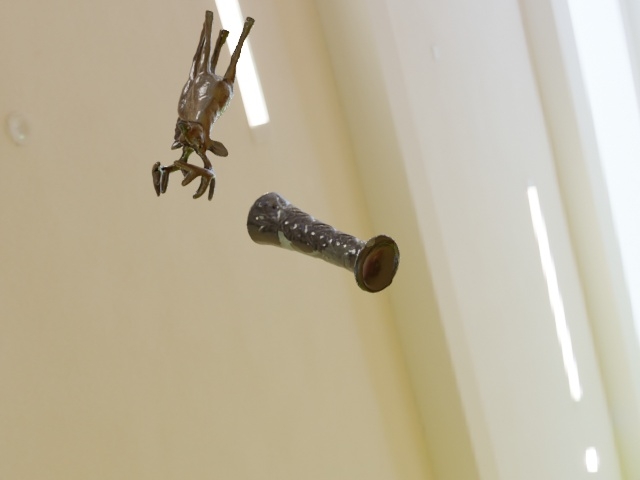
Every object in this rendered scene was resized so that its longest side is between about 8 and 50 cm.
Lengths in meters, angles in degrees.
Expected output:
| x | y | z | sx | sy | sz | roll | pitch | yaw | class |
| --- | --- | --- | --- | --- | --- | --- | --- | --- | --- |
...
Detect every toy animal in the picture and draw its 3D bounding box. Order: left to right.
| x | y | z | sx | sy | sz | roll | pitch | yaw | class |
| --- | --- | --- | --- | --- | --- | --- | --- | --- | --- |
| -0.153 | -0.174 | 1.355 | 0.243 | 0.087 | 0.260 | -179 | 104 | -83 | toy animal |

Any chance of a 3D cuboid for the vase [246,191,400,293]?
| x | y | z | sx | sy | sz | roll | pitch | yaw | class |
| --- | --- | --- | --- | --- | --- | --- | --- | --- | --- |
| 0.000 | 0.000 | 0.996 | 0.059 | 0.167 | 0.059 | -20 | -60 | -39 | vase |
